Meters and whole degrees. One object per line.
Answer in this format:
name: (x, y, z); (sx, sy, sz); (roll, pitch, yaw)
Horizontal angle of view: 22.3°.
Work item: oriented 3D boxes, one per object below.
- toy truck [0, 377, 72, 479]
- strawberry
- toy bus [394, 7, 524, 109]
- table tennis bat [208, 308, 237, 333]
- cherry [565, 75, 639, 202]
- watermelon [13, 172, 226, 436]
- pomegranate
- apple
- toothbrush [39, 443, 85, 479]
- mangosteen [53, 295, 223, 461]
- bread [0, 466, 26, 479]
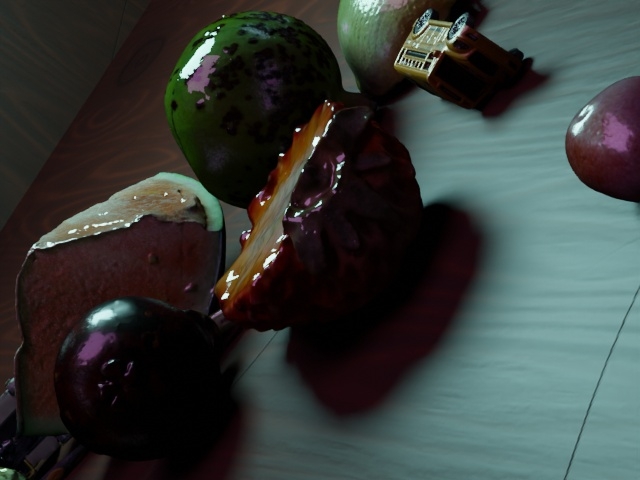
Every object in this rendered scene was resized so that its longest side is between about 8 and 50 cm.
toy truck: (-0.387, 0.235, 2.284); (0.272, 0.124, 0.157); (-45, -2, 21)
strawberry: (0.000, 0.000, 1.762); (0.336, 0.149, 0.265); (-39, 29, 64)
toy bus: (0.150, -0.200, 1.813); (0.088, 0.083, 0.194); (-57, 16, 1)
table tennis bat: (-0.191, 0.140, 2.003); (0.234, 0.131, 0.022); (-32, 1, 3)
cherry: (0.259, -0.086, 1.348); (0.106, 0.087, 0.126); (-58, 16, 2)
watermelon: (-0.220, 0.085, 2.074); (0.222, 0.292, 0.319); (4, 14, 33)
pomegranate: (-0.064, -0.164, 2.059); (0.254, 0.270, 0.254); (9, -90, -84)
apple: (0.078, -0.284, 2.091); (0.193, 0.120, 0.265); (-61, 14, 17)
toothbrush: (-0.371, 0.327, 2.248); (0.321, 0.023, 0.031); (-46, 13, 20)
mangosteen: (-0.211, 0.160, 1.891); (0.210, 0.210, 0.210); (-46, 20, 23)
bread: (-0.376, 0.412, 1.723); (0.239, 0.395, 0.264); (-22, 8, 27)
